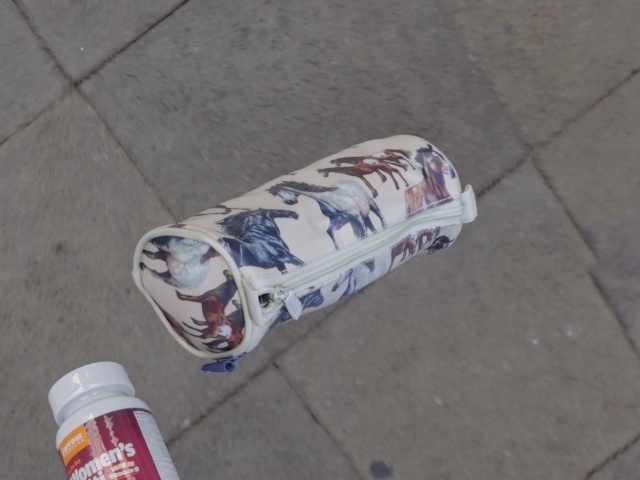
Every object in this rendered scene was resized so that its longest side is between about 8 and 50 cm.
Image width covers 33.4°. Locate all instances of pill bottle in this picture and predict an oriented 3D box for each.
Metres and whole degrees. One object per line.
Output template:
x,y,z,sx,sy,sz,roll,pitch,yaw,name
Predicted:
-0.242,0.262,1.268,0.121,0.121,0.221,-26,61,-7,pill bottle

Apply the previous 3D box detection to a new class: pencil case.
0.000,0.000,1.201,0.410,0.184,0.159,-25,129,-43,pencil case
